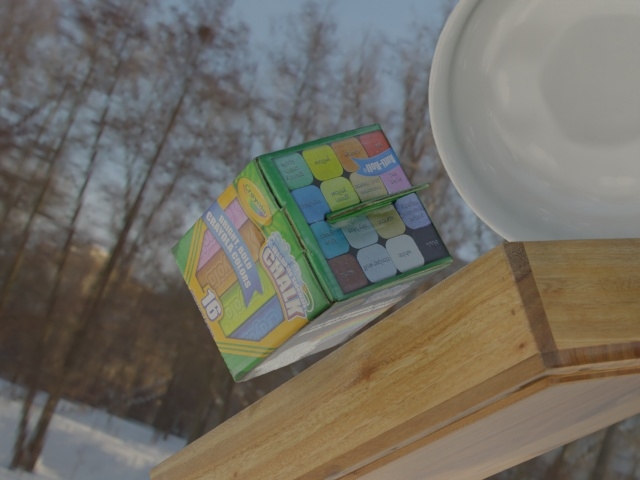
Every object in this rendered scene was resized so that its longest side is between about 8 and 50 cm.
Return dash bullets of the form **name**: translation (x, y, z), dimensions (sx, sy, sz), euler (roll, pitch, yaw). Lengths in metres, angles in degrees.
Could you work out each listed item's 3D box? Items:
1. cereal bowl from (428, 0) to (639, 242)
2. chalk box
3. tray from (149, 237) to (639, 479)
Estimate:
- **cereal bowl**: translation (0.284, -0.150, 1.234), dimensions (0.339, 0.338, 0.141), euler (19, 27, 10)
- **chalk box**: translation (0.000, 0.000, 0.978), dimensions (0.132, 0.132, 0.213), euler (-17, -17, -39)
- **tray**: translation (0.072, 0.114, 0.796), dimensions (0.203, 0.076, 0.411), euler (-2, -24, -35)
